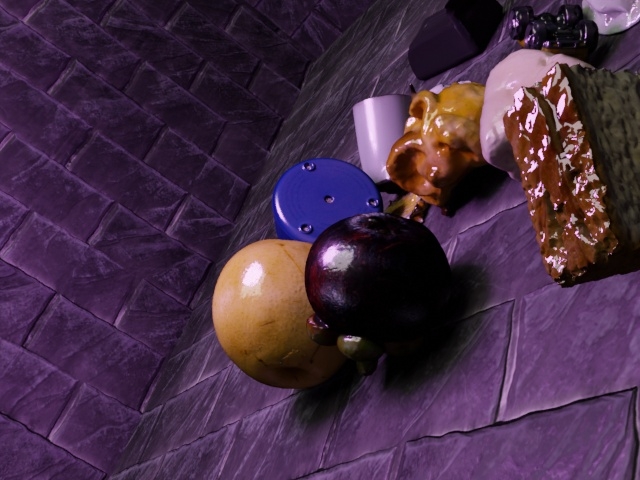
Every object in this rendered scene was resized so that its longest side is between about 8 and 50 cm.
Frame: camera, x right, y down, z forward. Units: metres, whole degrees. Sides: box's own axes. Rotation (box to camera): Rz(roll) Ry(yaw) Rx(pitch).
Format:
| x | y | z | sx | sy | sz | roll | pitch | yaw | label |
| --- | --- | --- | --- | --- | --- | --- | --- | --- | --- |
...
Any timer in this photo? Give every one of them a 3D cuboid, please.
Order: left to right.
| x | y | z | sx | sy | sz | roll | pitch | yaw | label |
| --- | --- | --- | --- | --- | --- | --- | --- | --- | --- |
| 0.000 | 0.000 | 1.960 | 0.383 | 0.270 | 0.270 | 102 | -170 | -57 | timer |

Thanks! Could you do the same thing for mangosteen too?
| x | y | z | sx | sy | sz | roll | pitch | yaw | label |
| --- | --- | --- | --- | --- | --- | --- | --- | --- | --- |
| 0.113 | 0.092 | 1.489 | 0.300 | 0.300 | 0.300 | -47 | 19 | 22 | mangosteen |

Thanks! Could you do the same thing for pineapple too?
| x | y | z | sx | sy | sz | roll | pitch | yaw | label |
| --- | --- | --- | --- | --- | --- | --- | --- | --- | --- |
| 0.195 | -0.053 | 1.899 | 0.221 | 0.047 | 0.221 | -45 | 18 | 19 | pineapple |

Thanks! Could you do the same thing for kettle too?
| x | y | z | sx | sy | sz | roll | pitch | yaw | label |
| --- | --- | --- | --- | --- | --- | --- | --- | --- | --- |
| 0.184 | -0.241 | 2.002 | 0.221 | 0.161 | 0.236 | 38 | -136 | -80 | kettle |

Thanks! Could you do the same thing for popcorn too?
| x | y | z | sx | sy | sz | roll | pitch | yaw | label |
| --- | --- | --- | --- | --- | --- | --- | --- | --- | --- |
| 0.281 | -0.231 | 1.663 | 0.316 | 0.281 | 0.297 | -39 | 3 | 9 | popcorn |

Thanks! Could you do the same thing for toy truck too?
| x | y | z | sx | sy | sz | roll | pitch | yaw | label |
| --- | --- | --- | --- | --- | --- | --- | --- | --- | --- |
| 0.494 | -0.409 | 1.632 | 0.224 | 0.147 | 0.165 | -95 | 3 | -58 | toy truck |

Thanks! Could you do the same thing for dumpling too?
| x | y | z | sx | sy | sz | roll | pitch | yaw | label |
| --- | --- | --- | --- | --- | --- | --- | --- | --- | --- |
| 0.606 | -0.515 | 1.567 | 0.152 | 0.108 | 0.219 | -58 | 15 | -12 | dumpling |

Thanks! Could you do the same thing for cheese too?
| x | y | z | sx | sy | sz | roll | pitch | yaw | label |
| --- | --- | --- | --- | --- | --- | --- | --- | --- | --- |
| 0.436 | -0.276 | 1.461 | 0.251 | 0.174 | 0.247 | -40 | 31 | 41 | cheese |

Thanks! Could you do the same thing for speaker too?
| x | y | z | sx | sy | sz | roll | pitch | yaw | label |
| --- | --- | --- | --- | --- | --- | --- | --- | --- | --- |
| 0.373 | -0.637 | 2.267 | 0.180 | 0.184 | 0.388 | -60 | 17 | -15 | speaker |

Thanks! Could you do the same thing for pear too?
| x | y | z | sx | sy | sz | roll | pitch | yaw | label |
| --- | --- | --- | --- | --- | --- | --- | --- | --- | --- |
| -0.074 | 0.161 | 1.707 | 0.348 | 0.348 | 0.348 | -47 | 19 | 22 | pear |

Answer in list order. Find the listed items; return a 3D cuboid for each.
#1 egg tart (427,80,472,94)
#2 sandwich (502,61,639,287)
| x | y | z | sx | sy | sz | roll | pitch | yaw | label |
| --- | --- | --- | --- | --- | --- | --- | --- | --- | --- |
| 0.316 | -0.346 | 2.035 | 0.234 | 0.094 | 0.234 | -47 | 17 | 19 | egg tart |
| 0.413 | -0.082 | 0.985 | 0.131 | 0.325 | 0.262 | -45 | 52 | 56 | sandwich |
